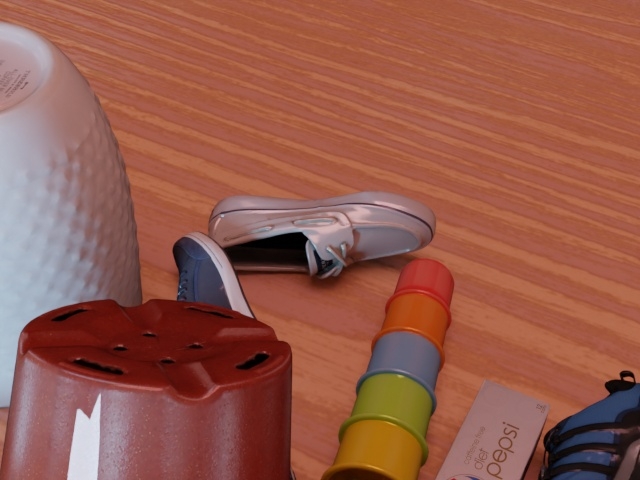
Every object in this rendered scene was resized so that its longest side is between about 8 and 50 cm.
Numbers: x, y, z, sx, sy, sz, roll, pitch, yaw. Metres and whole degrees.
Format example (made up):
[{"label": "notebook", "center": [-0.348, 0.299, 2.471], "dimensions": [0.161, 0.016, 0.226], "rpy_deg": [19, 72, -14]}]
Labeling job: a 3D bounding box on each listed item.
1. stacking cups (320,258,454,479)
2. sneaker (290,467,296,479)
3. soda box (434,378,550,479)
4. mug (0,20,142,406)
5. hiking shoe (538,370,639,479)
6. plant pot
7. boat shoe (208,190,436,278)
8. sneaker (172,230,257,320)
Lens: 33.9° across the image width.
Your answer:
[{"label": "stacking cups", "center": [0.089, 0.145, 1.089], "dimensions": [0.096, 0.096, 0.316], "rpy_deg": [15, 41, 10]}, {"label": "sneaker", "center": [-0.064, 0.213, 0.975], "dimensions": [0.083, 0.087, 0.221], "rpy_deg": [-18, 68, -20]}, {"label": "soda box", "center": [0.148, 0.238, 1.003], "dimensions": [0.074, 0.069, 0.216], "rpy_deg": [21, 46, 17]}, {"label": "mug", "center": [-0.349, -0.010, 1.028], "dimensions": [0.276, 0.328, 0.374], "rpy_deg": [22, 46, 17]}, {"label": "hiking shoe", "center": [0.254, 0.241, 1.004], "dimensions": [0.304, 0.113, 0.132], "rpy_deg": [-30, 30, -30]}, {"label": "plant pot", "center": [-0.133, 0.197, 0.807], "dimensions": [0.272, 0.265, 0.272], "rpy_deg": [7, 13, -2]}, {"label": "boat shoe", "center": [0.000, 0.000, 1.219], "dimensions": [0.268, 0.096, 0.088], "rpy_deg": [4, 48, 0]}, {"label": "sneaker", "center": [-0.161, 0.085, 1.120], "dimensions": [0.163, 0.086, 0.226], "rpy_deg": [-13, 48, -22]}]
